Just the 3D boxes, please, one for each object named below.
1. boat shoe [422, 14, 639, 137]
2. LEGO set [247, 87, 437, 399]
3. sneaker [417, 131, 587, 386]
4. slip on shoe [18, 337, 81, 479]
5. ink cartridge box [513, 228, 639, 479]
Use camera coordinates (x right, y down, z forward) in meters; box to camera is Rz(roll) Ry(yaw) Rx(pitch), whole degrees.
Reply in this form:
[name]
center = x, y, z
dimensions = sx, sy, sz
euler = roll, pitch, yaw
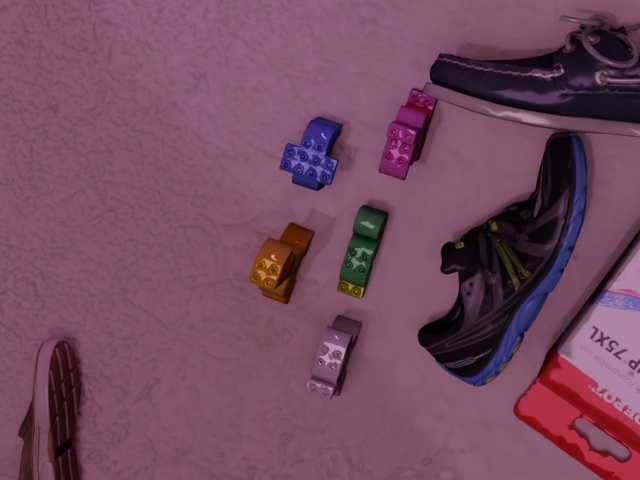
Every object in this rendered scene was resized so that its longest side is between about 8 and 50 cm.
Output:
[boat shoe]
center = 0.196, -0.105, 1.150
dimensions = 0.254, 0.095, 0.079
euler = 8, 102, 9
[LEGO set]
center = 0.000, 0.000, 1.208
dimensions = 0.087, 0.093, 0.227
euler = 19, 103, 8
[sneaker]
center = 0.125, 0.009, 1.197
dimensions = 0.078, 0.067, 0.188
euler = 27, 106, 0
[slip on shoe]
center = -0.203, 0.137, 1.299
dimensions = 0.041, 0.051, 0.135
euler = 5, 106, 23
[ink cartridge box]
center = 0.240, 0.071, 1.178
dimensions = 0.134, 0.078, 0.231
euler = 35, 105, 5
